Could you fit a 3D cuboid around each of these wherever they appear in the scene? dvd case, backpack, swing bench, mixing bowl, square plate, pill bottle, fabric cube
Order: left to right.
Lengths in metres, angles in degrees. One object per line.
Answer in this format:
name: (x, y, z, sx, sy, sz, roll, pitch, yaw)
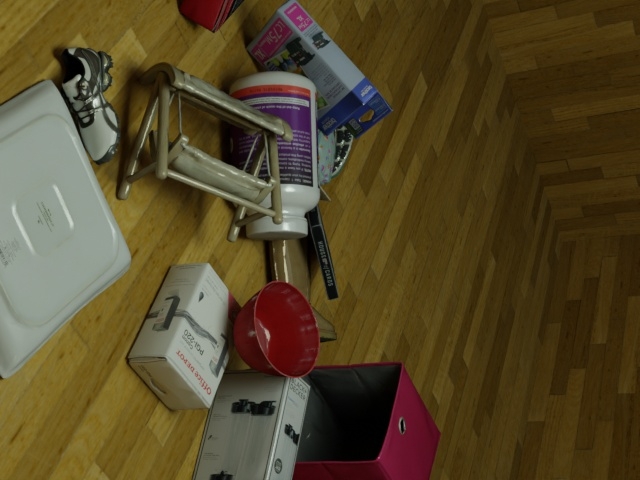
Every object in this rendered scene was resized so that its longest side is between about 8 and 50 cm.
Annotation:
square plate: (-0.429, -0.029, 1.440, 0.344, 0.049, 0.347, -51, 128, -53)
swing bench: (-0.195, -0.166, 1.697, 0.253, 0.165, 0.255, 21, 65, -34)
mixing bowl: (-0.095, 0.171, 1.750, 0.181, 0.098, 0.181, 28, 53, -45)
pill bottle: (-0.093, -0.168, 1.942, 0.181, 0.181, 0.323, 14, 72, -60)
backpack: (-0.027, -0.206, 2.140, 0.152, 0.115, 0.182, 46, 47, -51)
dvd case: (0.000, 0.000, 2.113, 0.239, 0.029, 0.179, -99, 175, -65)
fabric cube: (0.084, 0.443, 2.058, 0.258, 0.259, 0.254, 61, 35, -36)

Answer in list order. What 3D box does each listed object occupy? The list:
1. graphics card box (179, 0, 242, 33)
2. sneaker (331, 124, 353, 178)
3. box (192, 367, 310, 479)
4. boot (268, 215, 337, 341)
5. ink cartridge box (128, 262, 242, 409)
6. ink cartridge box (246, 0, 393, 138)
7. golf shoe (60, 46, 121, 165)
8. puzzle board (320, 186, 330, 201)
graphics card box: (-0.140, -0.601, 1.907, 0.094, 0.233, 0.371, 30, 45, 0)
sneaker: (0.047, -0.255, 2.307, 0.110, 0.107, 0.275, 62, 34, -50)
box: (-0.132, 0.386, 1.771, 0.087, 0.169, 0.290, 48, 44, -47)
boot: (-0.037, 0.085, 2.093, 0.236, 0.089, 0.269, 28, 56, -64)
ink cartridge box: (-0.234, 0.171, 1.708, 0.158, 0.092, 0.218, 58, 39, -38)
ink cartridge box: (-0.005, -0.341, 2.009, 0.311, 0.186, 0.065, 45, 62, -8)
golf shoe: (-0.382, -0.219, 1.547, 0.094, 0.077, 0.198, 9, 66, -57)
puzzle board: (-0.048, -0.124, 2.075, 0.096, 0.128, 0.011, 49, 62, -46)
